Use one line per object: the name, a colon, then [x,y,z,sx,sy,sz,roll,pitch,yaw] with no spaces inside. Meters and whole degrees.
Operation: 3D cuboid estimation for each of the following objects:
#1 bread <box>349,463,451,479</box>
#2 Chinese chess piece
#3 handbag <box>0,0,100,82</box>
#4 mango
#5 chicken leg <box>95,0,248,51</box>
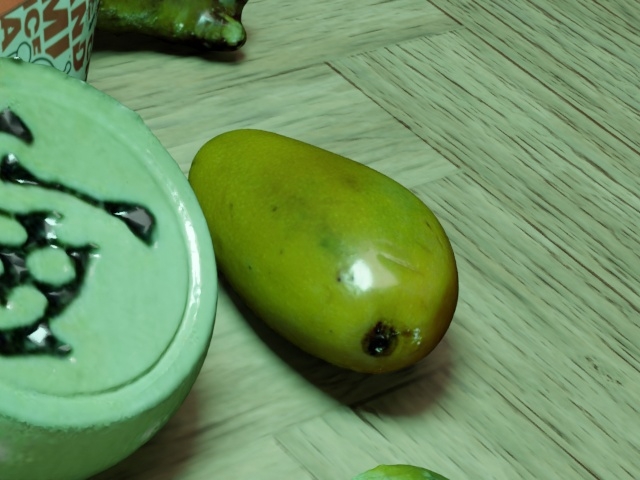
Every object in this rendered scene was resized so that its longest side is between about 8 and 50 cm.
bread: [0.049,0.168,1.009,0.156,0.110,0.103,-18,41,-40]
Chinese chess piece: [-0.177,0.017,1.047,0.250,0.101,0.250,17,56,-28]
handbag: [-0.252,-0.105,1.220,0.151,0.171,0.298,35,40,28]
mango: [0.000,0.000,1.223,0.138,0.113,0.253,-14,37,-30]
chicken leg: [-0.243,-0.207,1.419,0.361,0.140,0.211,12,14,-47]
